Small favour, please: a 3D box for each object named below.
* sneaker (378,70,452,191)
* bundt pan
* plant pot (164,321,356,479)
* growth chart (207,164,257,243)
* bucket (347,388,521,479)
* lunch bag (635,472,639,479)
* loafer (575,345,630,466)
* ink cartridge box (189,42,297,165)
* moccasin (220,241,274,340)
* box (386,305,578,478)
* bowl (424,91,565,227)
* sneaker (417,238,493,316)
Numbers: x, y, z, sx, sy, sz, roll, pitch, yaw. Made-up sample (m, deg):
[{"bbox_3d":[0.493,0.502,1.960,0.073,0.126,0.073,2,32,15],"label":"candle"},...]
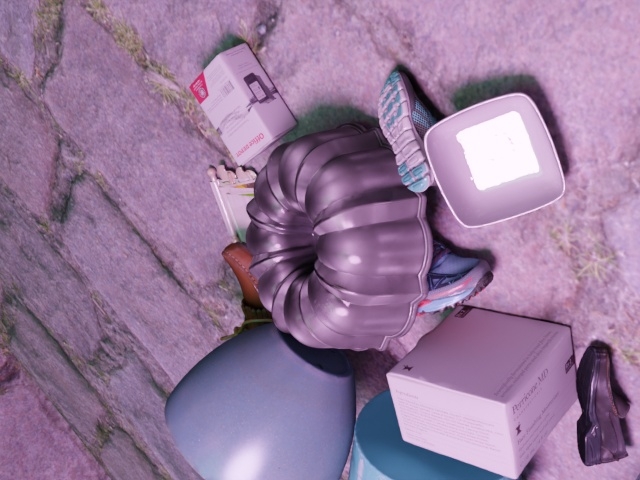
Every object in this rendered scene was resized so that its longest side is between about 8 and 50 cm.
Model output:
[{"bbox_3d":[0.126,-0.139,0.994,0.065,0.076,0.167,-38,62,56],"label":"sneaker"},{"bbox_3d":[0.000,0.000,1.081,0.330,0.124,0.331,11,103,55],"label":"bundt pan"},{"bbox_3d":[-0.058,0.237,1.171,0.290,0.290,0.195,39,106,20],"label":"plant pot"},{"bbox_3d":[-0.100,-0.045,1.328,0.237,0.021,0.172,14,125,40],"label":"growth chart"},{"bbox_3d":[0.168,0.352,1.146,0.281,0.281,0.183,20,125,36],"label":"bucket"},{"bbox_3d":[0.392,0.373,0.957,0.090,0.219,0.176,31,135,27],"label":"lunch bag"},{"bbox_3d":[0.368,0.212,1.011,0.061,0.062,0.170,-4,112,5],"label":"loafer"},{"bbox_3d":[-0.119,-0.206,1.198,0.109,0.063,0.150,-28,95,51],"label":"ink cartridge box"},{"bbox_3d":[-0.088,0.180,1.367,0.139,0.147,0.380,34,148,64],"label":"moccasin"},{"bbox_3d":[0.219,0.193,1.039,0.181,0.181,0.119,8,123,43],"label":"box"},{"bbox_3d":[0.206,-0.098,0.920,0.142,0.053,0.142,-20,105,25],"label":"bowl"},{"bbox_3d":[0.117,0.029,1.092,0.261,0.104,0.125,0,115,46],"label":"sneaker"}]
